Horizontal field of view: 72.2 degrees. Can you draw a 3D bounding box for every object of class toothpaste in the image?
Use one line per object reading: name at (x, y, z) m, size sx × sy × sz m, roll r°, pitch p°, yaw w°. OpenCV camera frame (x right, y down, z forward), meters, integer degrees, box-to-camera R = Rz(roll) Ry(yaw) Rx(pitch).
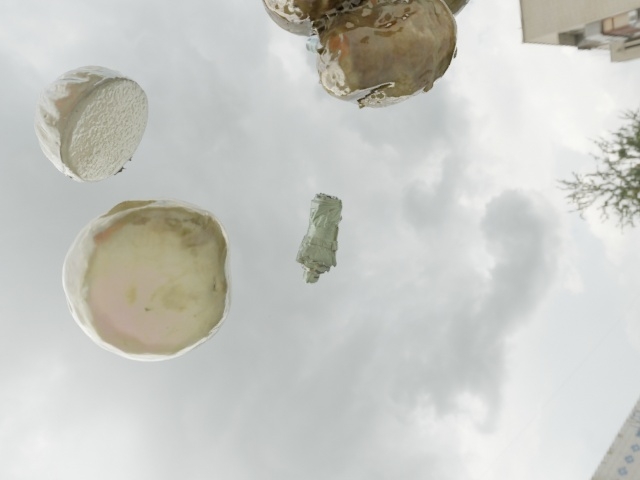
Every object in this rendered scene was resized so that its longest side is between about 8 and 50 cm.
toothpaste at (0.024, -0.444, 1.016) m, size 0.039 × 0.239 × 0.062 m, roll -28°, pitch -56°, yaw -9°

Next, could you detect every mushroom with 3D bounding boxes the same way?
mushroom at (-0.334, 0.070, 0.952) m, size 0.353 × 0.325 × 0.353 m, roll 44°, pitch -148°, yaw -38°

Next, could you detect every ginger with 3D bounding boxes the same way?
ginger at (0.038, -0.306, 0.546) m, size 0.304 × 0.155 × 0.244 m, roll 51°, pitch -117°, yaw -18°

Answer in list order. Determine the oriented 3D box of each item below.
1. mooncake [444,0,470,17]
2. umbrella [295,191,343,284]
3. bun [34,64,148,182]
mooncake at (0.191, -0.541, 0.842) m, size 0.234 × 0.117 × 0.235 m, roll 17°, pitch -126°, yaw -25°
umbrella at (0.000, 0.000, 0.671) m, size 0.067 × 0.062 × 0.144 m, roll 1°, pitch -71°, yaw -46°
bun at (-0.528, -0.273, 0.967) m, size 0.175 × 0.263 × 0.263 m, roll 29°, pitch -113°, yaw 3°
